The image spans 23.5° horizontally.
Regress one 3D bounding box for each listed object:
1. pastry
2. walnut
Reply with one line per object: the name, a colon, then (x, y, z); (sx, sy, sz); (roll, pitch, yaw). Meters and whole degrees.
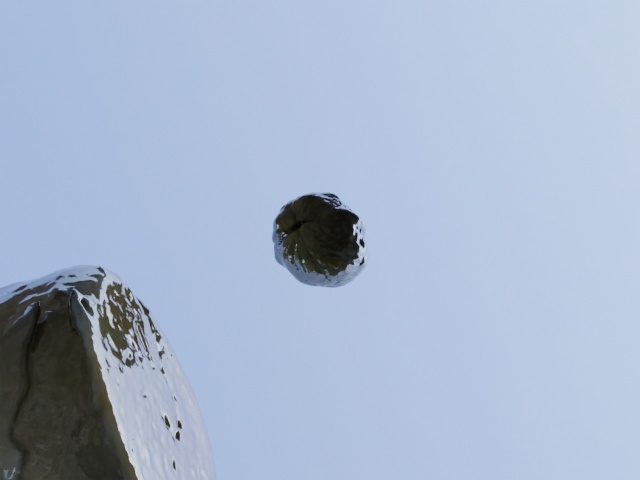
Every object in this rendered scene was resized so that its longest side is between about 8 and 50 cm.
pastry: (-0.171, 0.138, 1.109); (0.133, 0.265, 0.265); (-19, -108, 15)
walnut: (0.000, 0.000, 1.345); (0.092, 0.092, 0.092); (3, -110, -8)
